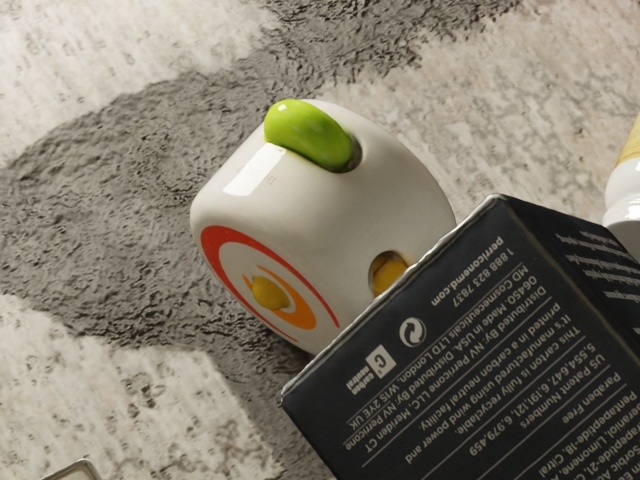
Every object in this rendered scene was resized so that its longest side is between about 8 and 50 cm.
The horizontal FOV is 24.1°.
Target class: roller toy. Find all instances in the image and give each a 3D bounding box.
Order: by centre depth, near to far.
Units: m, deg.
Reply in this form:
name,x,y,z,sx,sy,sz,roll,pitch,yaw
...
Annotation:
name,x,y,z,sx,sy,sz,roll,pitch,yaw
roller toy,0.000,0.000,1.198,0.209,0.191,0.146,44,68,-8

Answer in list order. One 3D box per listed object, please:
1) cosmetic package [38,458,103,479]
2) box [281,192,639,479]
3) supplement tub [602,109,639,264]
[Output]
name,x,y,z,sx,sy,sz,roll,pitch,yaw
cosmetic package,-0.177,0.276,1.005,0.153,0.296,0.129,-28,68,-13
box,0.213,0.188,1.029,0.212,0.293,0.395,-45,70,15
supplement tub,0.326,-0.062,1.260,0.144,0.144,0.199,24,67,9
